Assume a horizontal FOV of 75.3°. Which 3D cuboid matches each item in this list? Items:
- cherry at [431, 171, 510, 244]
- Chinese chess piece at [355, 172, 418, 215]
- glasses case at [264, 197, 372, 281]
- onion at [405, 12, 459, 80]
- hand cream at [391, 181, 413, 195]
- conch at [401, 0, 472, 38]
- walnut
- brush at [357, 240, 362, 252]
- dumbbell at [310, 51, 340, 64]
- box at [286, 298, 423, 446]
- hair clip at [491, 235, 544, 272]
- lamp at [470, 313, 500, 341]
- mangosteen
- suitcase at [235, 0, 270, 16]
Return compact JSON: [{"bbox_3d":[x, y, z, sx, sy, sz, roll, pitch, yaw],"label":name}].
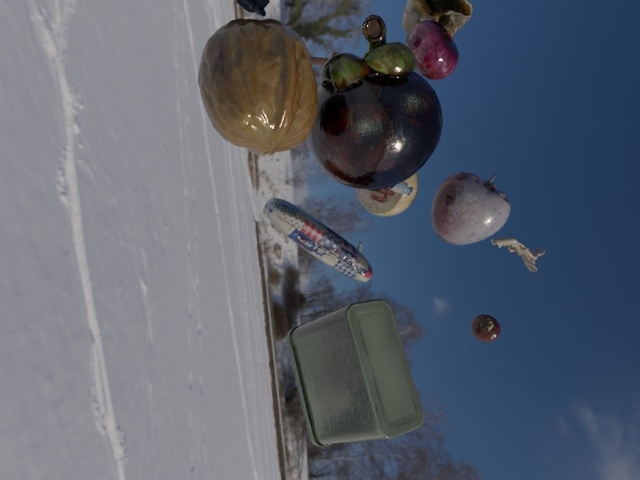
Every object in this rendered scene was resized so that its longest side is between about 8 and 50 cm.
[{"bbox_3d":[0.666,-0.132,1.858,0.291,0.326,0.335,-50,148,-65],"label":"cherry"},{"bbox_3d":[0.269,-0.233,1.707,0.270,0.112,0.270,7,-80,43],"label":"Chinese chess piece"},{"bbox_3d":[0.000,0.000,1.038,0.076,0.327,0.125,-53,-160,8],"label":"glasses case"},{"bbox_3d":[0.337,-0.568,1.240,0.177,0.153,0.177,0,91,-57],"label":"onion"},{"bbox_3d":[0.230,-0.193,1.392,0.065,0.170,0.043,-175,-76,-80],"label":"hand cream"},{"bbox_3d":[0.413,-0.807,1.422,0.324,0.186,0.263,29,-32,51],"label":"conch"},{"bbox_3d":[-0.112,-0.281,0.773,0.225,0.225,0.261,112,-35,-67],"label":"walnut"},{"bbox_3d":[0.134,0.034,1.436,0.016,0.013,0.084,-54,155,-37],"label":"brush"},{"bbox_3d":[-0.009,-0.866,2.003,0.082,0.231,0.092,87,17,-55],"label":"dumbbell"},{"bbox_3d":[0.079,0.375,1.167,0.344,0.177,0.352,-38,-119,52],"label":"box"},{"bbox_3d":[0.552,0.020,1.154,0.072,0.226,0.034,-62,-148,4],"label":"hair clip"},{"bbox_3d":[0.589,0.313,1.482,0.090,0.101,0.101,84,-5,-59],"label":"lamp"},{"bbox_3d":[0.111,-0.289,0.925,0.306,0.306,0.360,-123,-161,-68],"label":"mangosteen"},{"bbox_3d":[-0.171,-0.774,0.995,0.339,0.345,0.188,1,58,-60],"label":"suitcase"}]
